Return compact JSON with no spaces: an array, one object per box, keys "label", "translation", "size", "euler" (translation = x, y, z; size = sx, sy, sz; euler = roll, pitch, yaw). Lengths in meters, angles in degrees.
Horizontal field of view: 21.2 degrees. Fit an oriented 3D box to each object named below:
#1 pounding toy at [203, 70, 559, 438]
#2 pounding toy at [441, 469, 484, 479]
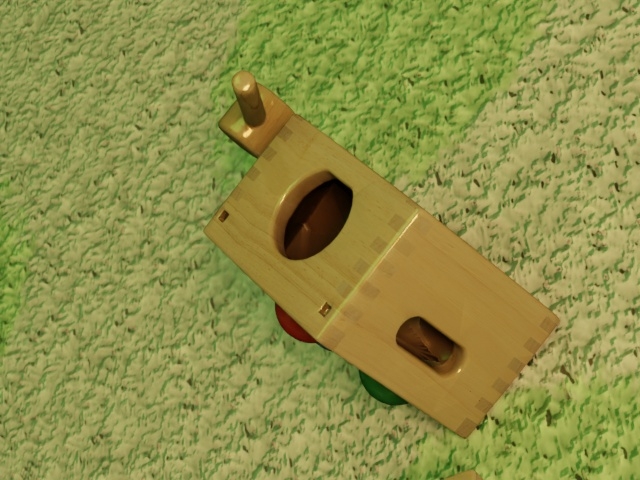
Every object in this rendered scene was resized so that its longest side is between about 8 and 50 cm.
[{"label":"pounding toy","translation":[-0.009,-0.007,0.904],"size":[0.094,0.181,0.206],"euler":[-52,41,2]},{"label":"pounding toy","translation":[0.062,0.193,0.781],"size":[0.141,0.100,0.130],"euler":[-26,33,25]}]
